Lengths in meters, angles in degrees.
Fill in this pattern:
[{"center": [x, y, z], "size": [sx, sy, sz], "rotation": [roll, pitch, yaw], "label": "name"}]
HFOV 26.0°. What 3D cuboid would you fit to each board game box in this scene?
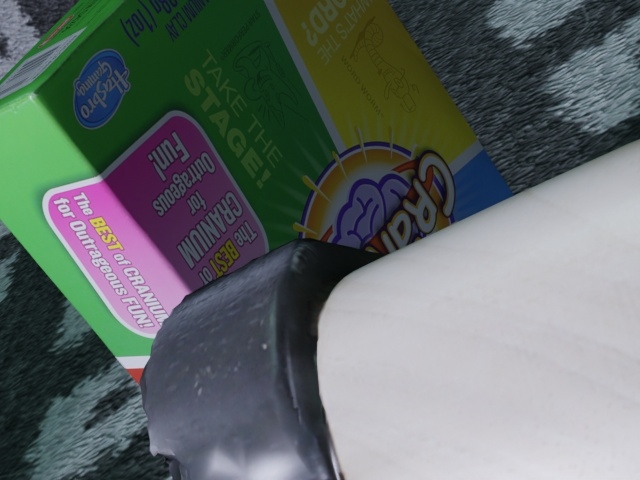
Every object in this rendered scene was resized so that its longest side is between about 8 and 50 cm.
[{"center": [0.000, 0.000, 0.670], "size": [0.064, 0.316, 0.242], "rotation": [-18, 28, 38], "label": "board game box"}]

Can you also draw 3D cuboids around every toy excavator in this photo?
[{"center": [0.111, 0.177, 0.300], "size": [0.222, 0.445, 0.433], "rotation": [-26, -18, 29], "label": "toy excavator"}]
